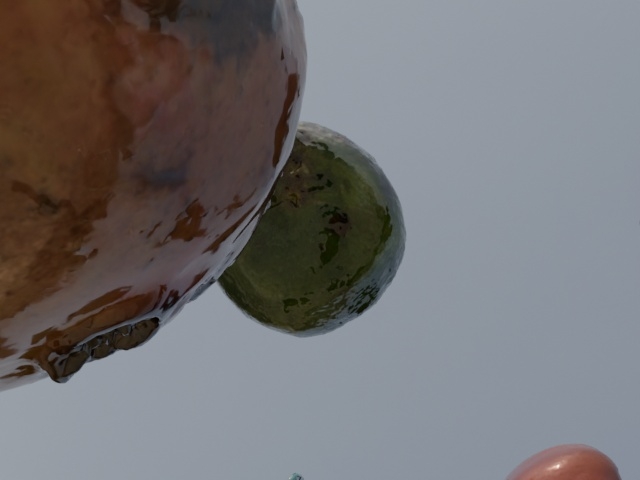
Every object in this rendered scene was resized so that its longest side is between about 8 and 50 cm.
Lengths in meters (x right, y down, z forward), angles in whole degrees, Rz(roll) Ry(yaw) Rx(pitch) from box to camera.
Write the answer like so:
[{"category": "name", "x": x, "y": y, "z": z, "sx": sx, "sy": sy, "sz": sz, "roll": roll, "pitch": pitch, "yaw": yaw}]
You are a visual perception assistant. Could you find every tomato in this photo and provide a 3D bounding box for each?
[{"category": "tomato", "x": 0.315, "y": 0.390, "z": 1.595, "sx": 0.179, "sy": 0.260, "sz": 0.260, "roll": -13, "pitch": -72, "yaw": -2}]

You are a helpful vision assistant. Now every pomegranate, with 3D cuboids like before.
[{"category": "pomegranate", "x": -0.156, "y": -0.070, "z": 0.540, "sx": 0.322, "sy": 0.322, "sz": 0.322, "roll": 9, "pitch": -65, "yaw": 20}]

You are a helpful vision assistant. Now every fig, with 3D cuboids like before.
[{"category": "fig", "x": 0.000, "y": 0.000, "z": 1.226, "sx": 0.203, "sy": 0.235, "sz": 0.203, "roll": -3, "pitch": -102, "yaw": 17}]

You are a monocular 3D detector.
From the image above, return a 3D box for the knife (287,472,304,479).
[{"category": "knife", "x": -0.017, "y": 0.161, "z": 0.813, "sx": 0.005, "sy": 0.091, "sz": 0.014, "roll": 32, "pitch": -101, "yaw": 8}]
